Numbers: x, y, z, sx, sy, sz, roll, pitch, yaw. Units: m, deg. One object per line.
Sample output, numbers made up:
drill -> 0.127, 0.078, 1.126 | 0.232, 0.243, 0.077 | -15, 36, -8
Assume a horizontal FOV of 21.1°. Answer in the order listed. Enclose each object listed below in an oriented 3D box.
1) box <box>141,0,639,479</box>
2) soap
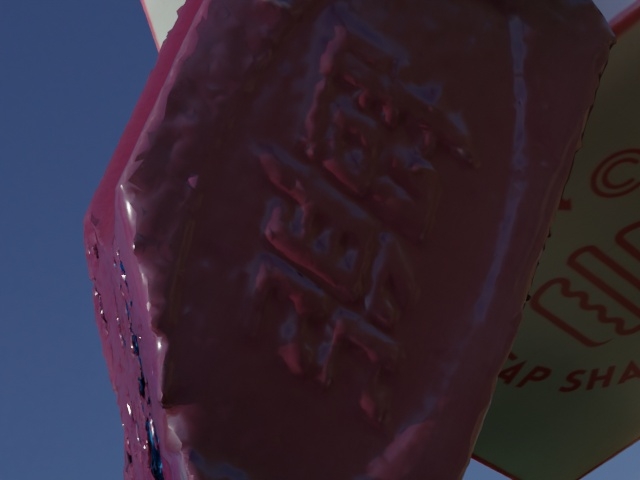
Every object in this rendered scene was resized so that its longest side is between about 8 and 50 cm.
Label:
box -> 0.119, -0.092, 0.950 | 0.312, 0.300, 0.314 | -38, -42, 19
soap -> 0.000, 0.000, 0.635 | 0.099, 0.162, 0.250 | -37, 29, 64
